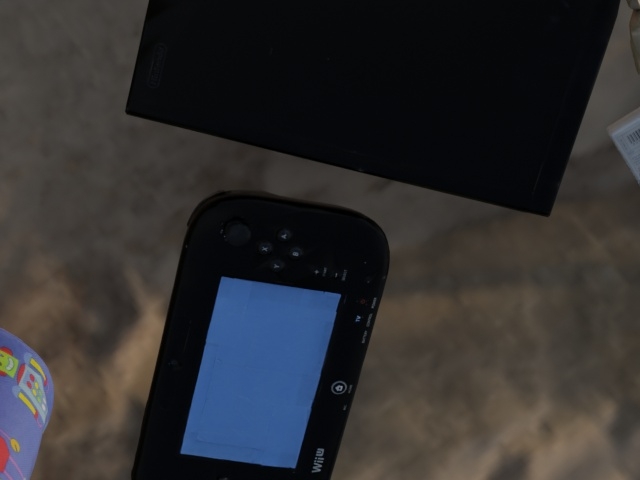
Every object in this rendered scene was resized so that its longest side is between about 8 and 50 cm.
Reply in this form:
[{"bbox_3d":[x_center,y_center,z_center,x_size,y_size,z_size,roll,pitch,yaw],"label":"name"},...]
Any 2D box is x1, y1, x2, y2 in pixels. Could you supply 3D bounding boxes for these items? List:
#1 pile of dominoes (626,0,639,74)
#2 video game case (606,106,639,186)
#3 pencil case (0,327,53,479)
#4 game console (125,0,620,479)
[{"bbox_3d":[0.179,-0.216,1.105,0.040,0.251,0.196,-4,-154,29],"label":"pile of dominoes"},{"bbox_3d":[0.338,-0.081,1.611,0.157,0.019,0.143,-32,119,8],"label":"video game case"},{"bbox_3d":[-0.270,0.186,1.372,0.133,0.119,0.306,-54,-166,26],"label":"pencil case"},{"bbox_3d":[0.000,0.000,0.959,0.044,0.213,0.361,-82,-174,-62],"label":"game console"}]
